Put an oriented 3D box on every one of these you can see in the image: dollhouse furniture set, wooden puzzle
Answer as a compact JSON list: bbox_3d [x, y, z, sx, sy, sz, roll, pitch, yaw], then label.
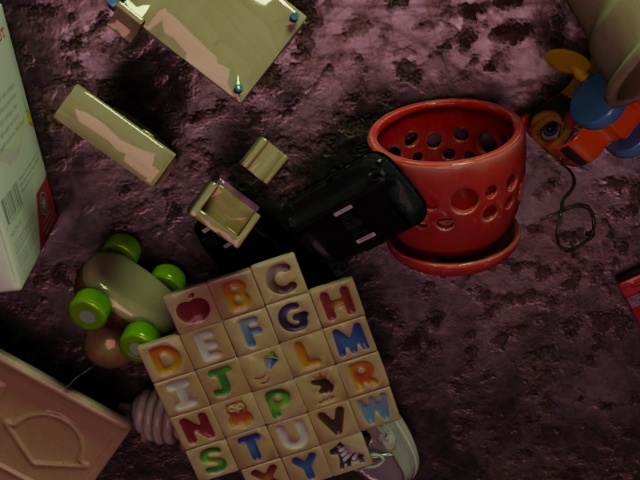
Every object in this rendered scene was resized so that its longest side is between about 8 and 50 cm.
[{"bbox_3d":[-0.128,-0.196,1.371,0.286,0.198,0.303,36,89,-6],"label":"dollhouse furniture set"},{"bbox_3d":[-0.479,0.282,1.634,0.322,0.080,0.347,32,118,-10],"label":"wooden puzzle"}]

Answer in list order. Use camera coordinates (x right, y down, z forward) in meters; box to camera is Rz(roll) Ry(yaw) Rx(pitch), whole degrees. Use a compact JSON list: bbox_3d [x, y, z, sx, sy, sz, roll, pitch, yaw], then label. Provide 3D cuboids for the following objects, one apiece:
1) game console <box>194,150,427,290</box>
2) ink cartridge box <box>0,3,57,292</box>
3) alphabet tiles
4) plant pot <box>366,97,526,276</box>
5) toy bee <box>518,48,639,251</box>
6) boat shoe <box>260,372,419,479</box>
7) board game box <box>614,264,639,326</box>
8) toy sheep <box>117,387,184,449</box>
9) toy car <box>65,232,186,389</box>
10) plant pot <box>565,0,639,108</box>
[{"bbox_3d":[0.000,0.000,1.410,0.213,0.044,0.361,43,141,-17],"label":"game console"},{"bbox_3d":[-0.434,-0.110,1.369,0.131,0.226,0.306,-9,113,5],"label":"ink cartridge box"},{"bbox_3d":[-0.062,0.184,1.454,0.285,0.011,0.342,-18,117,4],"label":"alphabet tiles"},{"bbox_3d":[0.156,-0.062,1.392,0.191,0.191,0.174,-3,121,3],"label":"plant pot"},{"bbox_3d":[0.315,-0.159,1.369,0.298,0.162,0.195,-42,127,-13],"label":"toy bee"},{"bbox_3d":[0.020,0.247,1.558,0.118,0.103,0.320,-17,123,36],"label":"boat shoe"},{"bbox_3d":[0.555,0.050,1.513,0.281,0.027,0.145,-27,112,14],"label":"board game box"},{"bbox_3d":[-0.225,0.250,1.605,0.132,0.091,0.091,6,115,5],"label":"toy sheep"},{"bbox_3d":[-0.289,0.115,1.518,0.149,0.155,0.188,35,124,-13],"label":"toy car"},{"bbox_3d":[0.336,-0.359,1.167,0.334,0.334,0.305,-41,77,18],"label":"plant pot"}]
